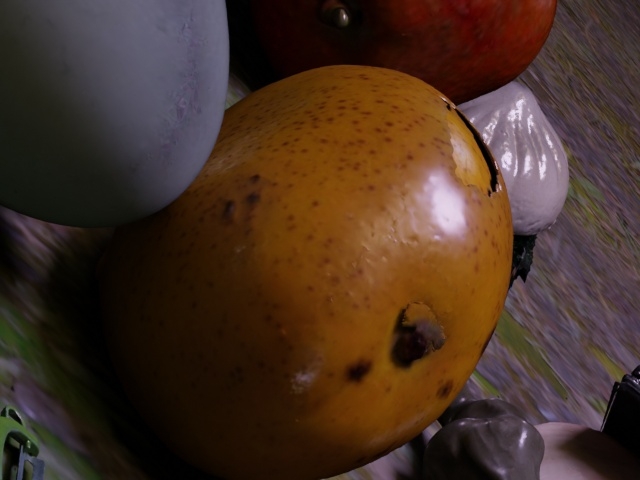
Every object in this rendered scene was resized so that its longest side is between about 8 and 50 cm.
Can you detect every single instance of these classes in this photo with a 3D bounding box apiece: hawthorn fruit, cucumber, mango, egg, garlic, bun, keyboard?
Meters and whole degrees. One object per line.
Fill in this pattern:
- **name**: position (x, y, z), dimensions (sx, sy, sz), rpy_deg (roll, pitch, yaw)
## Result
- **hawthorn fruit**: position (0.043, -0.182, 1.299), dimensions (0.224, 0.224, 0.261), rpy_deg (53, 33, 0)
- **cucumber**: position (0.146, -0.008, 1.464), dimensions (0.256, 0.044, 0.043), rpy_deg (-51, 127, -70)
- **mango**: position (0.000, 0.000, 0.947), dimensions (0.160, 0.191, 0.290), rpy_deg (54, 14, -20)
- **egg**: position (-0.139, -0.126, 0.840), dimensions (0.264, 0.183, 0.183), rpy_deg (58, 20, -2)
- **garlic**: position (0.162, 0.190, 1.109), dimensions (0.124, 0.099, 0.174), rpy_deg (26, 34, -39)
- **bun**: position (0.127, -0.073, 1.406), dimensions (0.138, 0.094, 0.138), rpy_deg (23, 24, -11)
- **keyboard**: position (0.202, 0.139, 1.186), dimensions (0.072, 0.023, 0.231), rpy_deg (37, -18, 16)

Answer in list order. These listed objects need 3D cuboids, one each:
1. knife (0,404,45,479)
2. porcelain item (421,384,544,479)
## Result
- **knife**: position (-0.165, 0.052, 0.730), dimensions (0.166, 0.022, 0.078), rpy_deg (43, 17, -27)
- **porcelain item**: position (0.094, 0.135, 1.070), dimensions (0.069, 0.081, 0.215), rpy_deg (18, 32, -25)
